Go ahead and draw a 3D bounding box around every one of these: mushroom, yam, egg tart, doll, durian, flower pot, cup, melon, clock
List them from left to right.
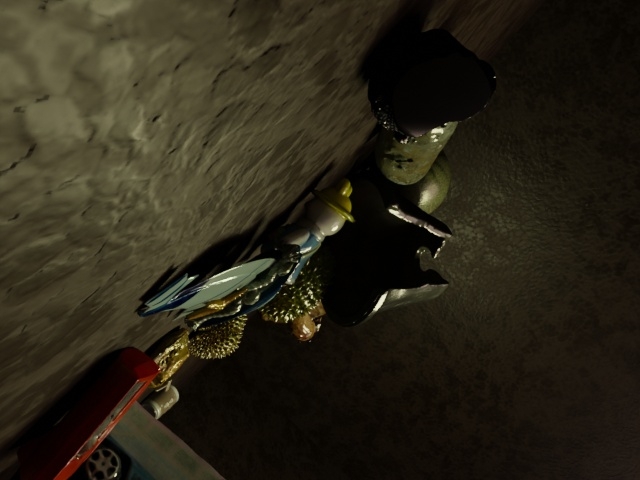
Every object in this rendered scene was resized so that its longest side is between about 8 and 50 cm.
[{"bbox_3d":[-0.273,0.205,0.489,0.155,0.061,0.113,-49,179,-15],"label":"clock"},{"bbox_3d":[-0.492,0.493,1.244,0.102,0.074,0.099,-47,177,21],"label":"cup"},{"bbox_3d":[-0.270,0.209,0.689,0.130,0.052,0.130,-46,-179,1],"label":"egg tart"},{"bbox_3d":[-0.228,0.215,0.993,0.208,0.102,0.146,-49,174,-36],"label":"durian"},{"bbox_3d":[-0.064,0.089,0.980,0.237,0.176,0.200,-58,-165,15],"label":"durian"},{"bbox_3d":[-0.083,0.191,1.286,0.262,0.284,0.195,-8,-150,6],"label":"mushroom"},{"bbox_3d":[-0.026,-0.012,0.718,0.241,0.099,0.135,-47,138,2],"label":"doll"},{"bbox_3d":[0.167,0.033,1.024,0.379,0.250,0.380,-30,-124,60],"label":"flower pot"},{"bbox_3d":[0.256,-0.181,1.176,0.237,0.237,0.302,-46,173,-8],"label":"melon"},{"bbox_3d":[0.179,-0.206,0.725,0.133,0.133,0.330,-46,174,-10],"label":"yam"}]

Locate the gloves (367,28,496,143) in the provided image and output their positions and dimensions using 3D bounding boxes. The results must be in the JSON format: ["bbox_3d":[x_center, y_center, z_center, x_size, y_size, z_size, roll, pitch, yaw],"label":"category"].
[{"bbox_3d":[0.110,-0.187,0.464,0.129,0.106,0.181,-46,-154,19],"label":"gloves"}]

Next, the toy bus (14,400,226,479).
[{"bbox_3d":[-0.248,0.419,0.623,0.171,0.386,0.162,-46,-177,20],"label":"toy bus"}]

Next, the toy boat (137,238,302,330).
[{"bbox_3d":[-0.138,0.060,0.537,0.220,0.067,0.291,-32,166,8],"label":"toy boat"}]
